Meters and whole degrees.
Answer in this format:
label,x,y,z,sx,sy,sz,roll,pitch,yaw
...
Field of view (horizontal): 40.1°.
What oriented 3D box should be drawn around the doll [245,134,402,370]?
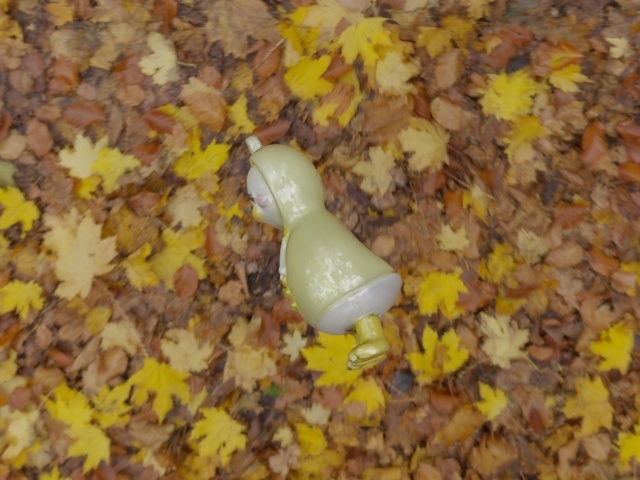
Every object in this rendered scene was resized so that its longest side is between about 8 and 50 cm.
label,x,y,z,sx,sy,sz,roll,pitch,yaw
doll,-0.011,0.006,0.980,0.117,0.141,0.296,-36,74,-5
